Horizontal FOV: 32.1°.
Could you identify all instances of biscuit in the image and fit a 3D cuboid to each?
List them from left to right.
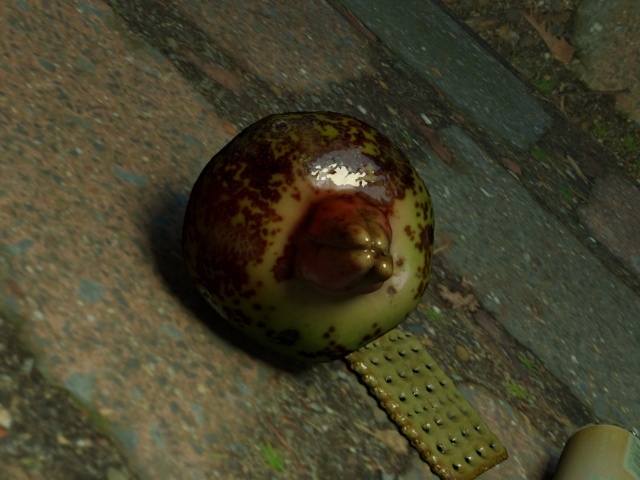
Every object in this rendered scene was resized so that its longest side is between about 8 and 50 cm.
[{"bbox_3d":[0.090,0.139,1.045,0.203,0.016,0.144,51,26,19],"label":"biscuit"}]

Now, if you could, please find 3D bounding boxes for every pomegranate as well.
[{"bbox_3d":[0.000,0.000,0.890,0.214,0.214,0.248,34,-2,-16],"label":"pomegranate"}]

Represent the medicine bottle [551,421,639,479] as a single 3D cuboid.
[{"bbox_3d":[0.214,0.270,0.907,0.108,0.108,0.426,45,23,7],"label":"medicine bottle"}]
